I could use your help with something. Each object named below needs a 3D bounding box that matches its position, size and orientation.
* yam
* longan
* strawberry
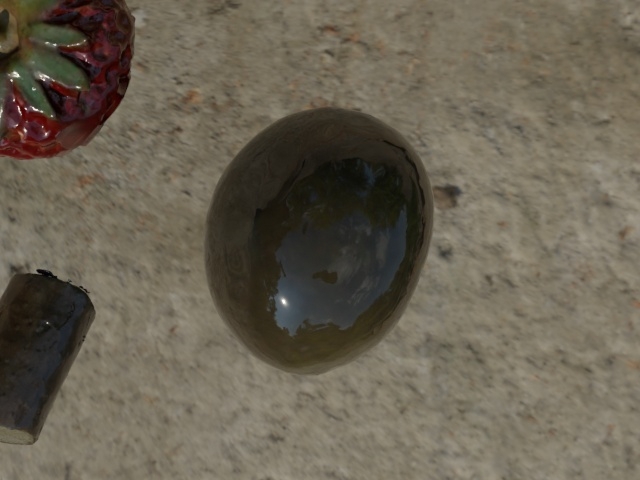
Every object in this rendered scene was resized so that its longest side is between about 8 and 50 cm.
[{"bbox_3d":[-0.233,0.094,0.871,0.084,0.084,0.127,29,65,-25],"label":"yam"},{"bbox_3d":[0.000,0.000,1.218,0.300,0.243,0.300,-46,153,-32],"label":"longan"},{"bbox_3d":[-0.254,-0.167,0.981,0.205,0.244,0.205,0,93,1],"label":"strawberry"}]
